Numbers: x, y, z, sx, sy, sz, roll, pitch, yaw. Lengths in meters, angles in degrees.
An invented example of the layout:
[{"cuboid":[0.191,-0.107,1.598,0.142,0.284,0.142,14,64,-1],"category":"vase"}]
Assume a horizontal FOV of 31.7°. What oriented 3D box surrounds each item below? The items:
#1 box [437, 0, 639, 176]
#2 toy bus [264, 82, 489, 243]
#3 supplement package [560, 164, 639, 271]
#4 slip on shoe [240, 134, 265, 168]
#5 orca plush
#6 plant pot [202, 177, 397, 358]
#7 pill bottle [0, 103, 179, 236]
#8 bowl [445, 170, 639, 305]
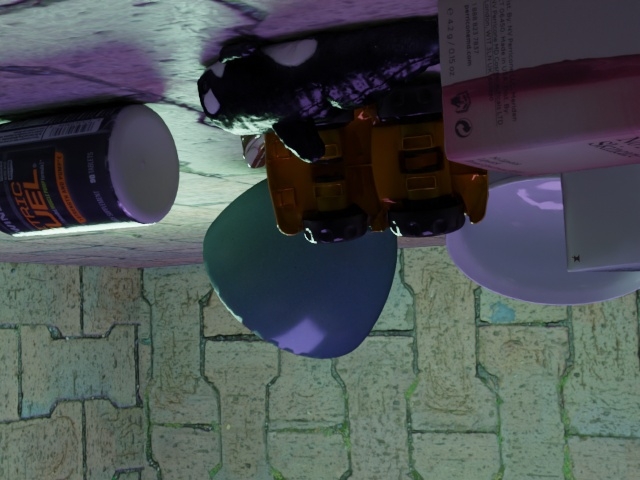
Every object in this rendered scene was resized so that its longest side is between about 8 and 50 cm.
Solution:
[{"cuboid":[0.221,-0.125,0.818,0.232,0.126,0.149,-5,174,37],"category":"box"},{"cuboid":[0.068,-0.090,1.196,0.220,0.149,0.211,-5,-170,10],"category":"toy bus"},{"cuboid":[0.380,-0.066,1.201,0.203,0.194,0.149,0,174,-35],"category":"supplement package"},{"cuboid":[-0.052,-0.125,1.228,0.051,0.041,0.135,-18,166,-28],"category":"slip on shoe"},{"cuboid":[0.011,-0.116,0.973,0.287,0.102,0.151,-4,175,22],"category":"orca plush"},{"cuboid":[0.000,0.000,1.649,0.290,0.290,0.195,2,139,-40],"category":"plant pot"},{"cuboid":[-0.287,-0.072,1.227,0.246,0.130,0.130,-5,175,27],"category":"pill bottle"},{"cuboid":[0.321,-0.045,1.510,0.298,0.134,0.298,7,147,4],"category":"bowl"}]
